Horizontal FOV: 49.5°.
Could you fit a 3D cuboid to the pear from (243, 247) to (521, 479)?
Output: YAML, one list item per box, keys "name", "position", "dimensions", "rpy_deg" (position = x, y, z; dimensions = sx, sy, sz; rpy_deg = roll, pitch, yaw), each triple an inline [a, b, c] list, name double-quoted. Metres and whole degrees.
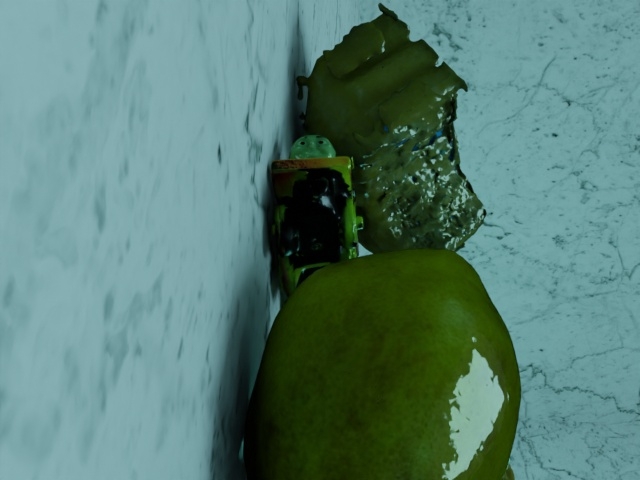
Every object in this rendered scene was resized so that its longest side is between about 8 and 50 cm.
- name: "pear"
  position: [0.055, 0.151, 0.647]
  dimensions: [0.269, 0.269, 0.321]
  rpy_deg: [85, 25, -51]

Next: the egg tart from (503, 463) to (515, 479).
- name: "egg tart"
  position: [0.077, 0.309, 0.742]
  dimensions: [0.290, 0.290, 0.115]
  rpy_deg: [-77, 149, -60]

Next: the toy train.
- name: "toy train"
  position: [0.000, 0.000, 0.829]
  dimensions: [0.296, 0.100, 0.161]
  rpy_deg: [83, 3, -54]

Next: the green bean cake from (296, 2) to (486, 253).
- name: "green bean cake"
  position: [0.090, -0.105, 0.927]
  dimensions: [0.285, 0.202, 0.310]
  rpy_deg: [52, -10, 20]
